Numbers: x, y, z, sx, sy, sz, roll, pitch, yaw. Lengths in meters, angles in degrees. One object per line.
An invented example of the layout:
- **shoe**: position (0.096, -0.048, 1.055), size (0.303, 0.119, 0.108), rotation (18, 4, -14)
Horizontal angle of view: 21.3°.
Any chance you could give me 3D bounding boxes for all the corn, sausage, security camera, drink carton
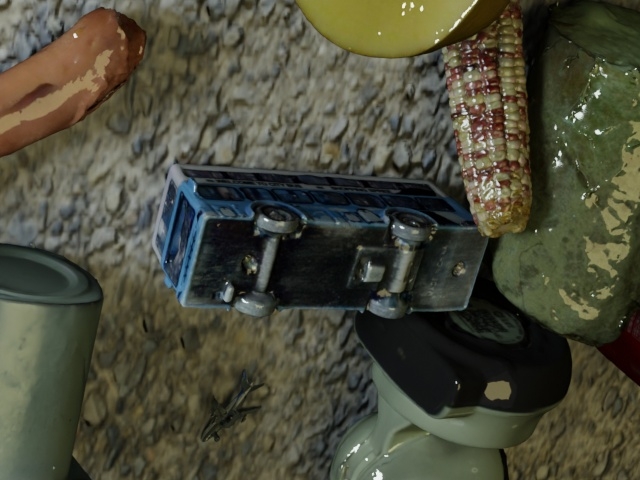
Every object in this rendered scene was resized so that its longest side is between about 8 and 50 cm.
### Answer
- **corn**: position (0.155, -0.122, 1.544), size (0.079, 0.079, 0.237), rotation (-5, 84, -26)
- **sausage**: position (-0.272, -0.092, 1.390), size (0.304, 0.078, 0.078), rotation (-34, 126, -10)
- **security camera**: position (0.117, 0.189, 1.682), size (0.191, 0.197, 0.277), rotation (-1, 122, -38)
- **drink carton**: position (-0.272, 0.115, 1.434), size (0.191, 0.185, 0.189), rotation (6, 110, -28)

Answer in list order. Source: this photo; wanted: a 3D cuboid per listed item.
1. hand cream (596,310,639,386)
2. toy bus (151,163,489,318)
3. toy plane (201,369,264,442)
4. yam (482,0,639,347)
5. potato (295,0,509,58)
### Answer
- **hand cream**: position (0.388, 0.076, 1.800), size (0.193, 0.125, 0.193), rotation (-11, 119, -20)
- **toy bus**: position (0.000, 0.000, 1.547), size (0.297, 0.131, 0.106), rotation (3, 116, -29)
- **toy plane**: position (-0.088, 0.166, 1.654), size (0.078, 0.024, 0.084), rotation (21, 105, -53)
- **yam**: position (0.262, -0.062, 1.620), size (0.195, 0.195, 0.300), rotation (4, 113, -30)
- **potato**: position (0.089, -0.239, 1.454), size (0.158, 0.203, 0.178), rotation (-4, 82, -59)
